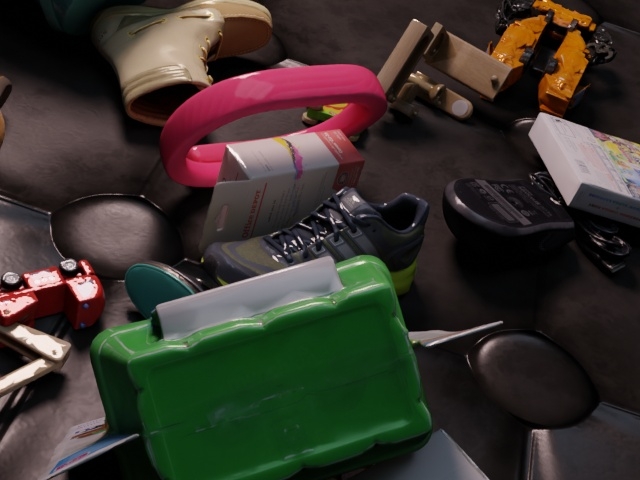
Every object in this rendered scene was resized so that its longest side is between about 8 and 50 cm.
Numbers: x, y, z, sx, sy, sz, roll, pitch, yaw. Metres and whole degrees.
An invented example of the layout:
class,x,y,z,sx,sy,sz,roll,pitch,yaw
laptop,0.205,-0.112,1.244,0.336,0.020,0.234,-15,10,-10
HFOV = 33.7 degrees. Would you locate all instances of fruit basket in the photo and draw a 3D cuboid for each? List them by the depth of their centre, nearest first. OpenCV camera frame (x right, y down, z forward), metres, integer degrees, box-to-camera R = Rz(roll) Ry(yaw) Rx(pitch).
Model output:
class,x,y,z,sx,sy,sz,roll,pitch,yaw
fruit basket,-0.058,0.107,0.852,0.327,0.165,0.353,-16,3,-10

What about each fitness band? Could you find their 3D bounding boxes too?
class,x,y,z,sx,sy,sz,roll,pitch,yaw
fitness band,-0.055,-0.135,1.263,0.291,0.209,0.054,-12,73,-33

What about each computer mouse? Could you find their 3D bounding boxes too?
class,x,y,z,sx,sy,sz,roll,pitch,yaw
computer mouse,0.256,-0.018,1.363,0.272,0.072,0.188,1,39,-39

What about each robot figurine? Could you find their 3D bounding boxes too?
class,x,y,z,sx,sy,sz,roll,pitch,yaw
robot figurine,0.362,-0.302,1.717,0.211,0.085,0.291,26,40,9

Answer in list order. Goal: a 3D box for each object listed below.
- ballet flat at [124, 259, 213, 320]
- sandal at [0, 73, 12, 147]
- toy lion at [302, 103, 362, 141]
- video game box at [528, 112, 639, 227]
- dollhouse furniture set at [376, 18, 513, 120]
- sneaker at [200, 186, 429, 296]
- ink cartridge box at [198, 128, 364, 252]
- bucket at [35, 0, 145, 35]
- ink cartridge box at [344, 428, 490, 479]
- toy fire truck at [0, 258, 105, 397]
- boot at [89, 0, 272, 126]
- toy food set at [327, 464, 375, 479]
class,x,y,z,sx,sy,sz,roll,pitch,yaw
ballet flat,-0.115,0.084,1.102,0.203,0.074,0.074,30,40,24
sandal,-0.398,-0.120,1.231,0.060,0.090,0.219,34,29,-15
toy lion,0.023,-0.186,1.496,0.100,0.034,0.096,24,32,7
video game box,0.405,-0.092,1.481,0.187,0.048,0.205,14,31,-14
dollhouse furniture set,0.177,-0.232,1.518,0.123,0.144,0.151,34,5,18
sneaker,0.000,0.000,1.172,0.300,0.121,0.111,-9,40,-41
ink cartridge box,-0.058,-0.059,1.244,0.198,0.115,0.067,-11,48,-32
bucket,-0.314,-0.424,1.442,0.183,0.281,0.281,50,44,1
ink cartridge box,0.044,0.257,0.851,0.140,0.190,0.082,-19,54,-37
toy fire truck,-0.289,0.092,1.033,0.192,0.047,0.135,-13,49,-34
boot,-0.163,-0.243,1.437,0.262,0.095,0.203,-7,45,-25
toy food set,0.038,0.198,1.040,0.132,0.038,0.192,-23,54,-39
